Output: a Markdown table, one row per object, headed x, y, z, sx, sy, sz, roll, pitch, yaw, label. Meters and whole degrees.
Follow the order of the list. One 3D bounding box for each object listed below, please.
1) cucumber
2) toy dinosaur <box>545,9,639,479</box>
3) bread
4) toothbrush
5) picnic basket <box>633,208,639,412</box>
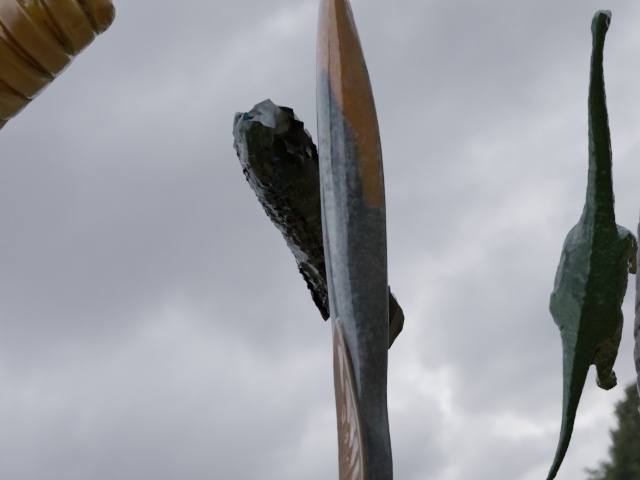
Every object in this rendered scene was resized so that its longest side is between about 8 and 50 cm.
| x | y | z | sx | sy | sz | roll | pitch | yaw | label |
| --- | --- | --- | --- | --- | --- | --- | --- | --- | --- |
| 0.001 | -0.001 | 0.578 | 0.043 | 0.044 | 0.256 | -53 | -31 | -14 | cucumber |
| 0.284 | 0.018 | 1.087 | 0.087 | 0.447 | 0.301 | 7 | -25 | 23 | toy dinosaur |
| -0.402 | -0.251 | 1.313 | 0.311 | 0.173 | 0.121 | -42 | -41 | 7 | bread |
| 0.018 | 0.082 | 0.402 | 0.037 | 0.375 | 0.028 | 2 | -9 | -31 | toothbrush |
| 0.224 | 0.023 | 0.543 | 0.055 | 0.193 | 0.110 | 33 | -40 | -22 | picnic basket |
